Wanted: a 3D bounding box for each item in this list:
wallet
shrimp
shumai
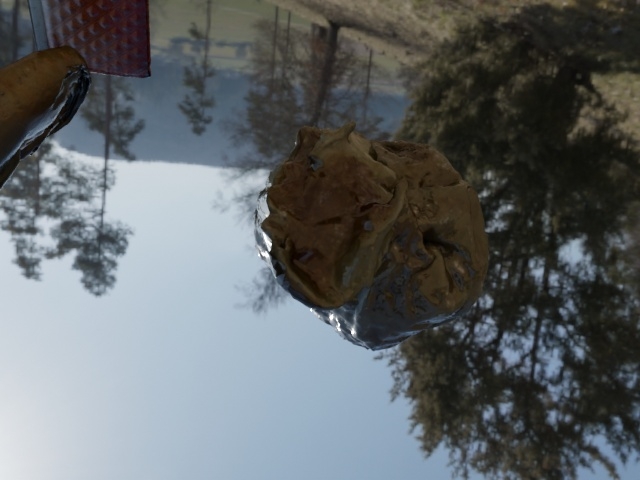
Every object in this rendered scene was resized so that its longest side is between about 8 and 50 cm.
[{"bbox_3d":[-0.193,-0.216,0.540,0.103,0.196,0.020,8,-127,-8],"label":"wallet"},{"bbox_3d":[-0.276,-0.050,0.519,0.066,0.262,0.117,41,165,10],"label":"shrimp"},{"bbox_3d":[0.000,0.000,0.750,0.314,0.267,0.262,8,-175,36],"label":"shumai"}]
